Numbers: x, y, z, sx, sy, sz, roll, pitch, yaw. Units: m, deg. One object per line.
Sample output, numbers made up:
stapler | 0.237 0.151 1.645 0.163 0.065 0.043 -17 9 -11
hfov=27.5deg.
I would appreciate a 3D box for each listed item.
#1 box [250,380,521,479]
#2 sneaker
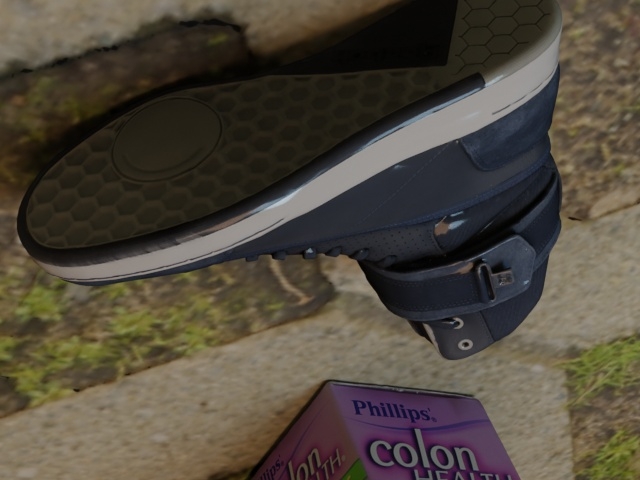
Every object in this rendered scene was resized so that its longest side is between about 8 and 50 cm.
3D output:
box | 0.035 0.241 0.715 0.117 0.243 0.213 10 129 -36
sneaker | 0.001 0.001 0.550 0.226 0.086 0.163 -21 139 -7
